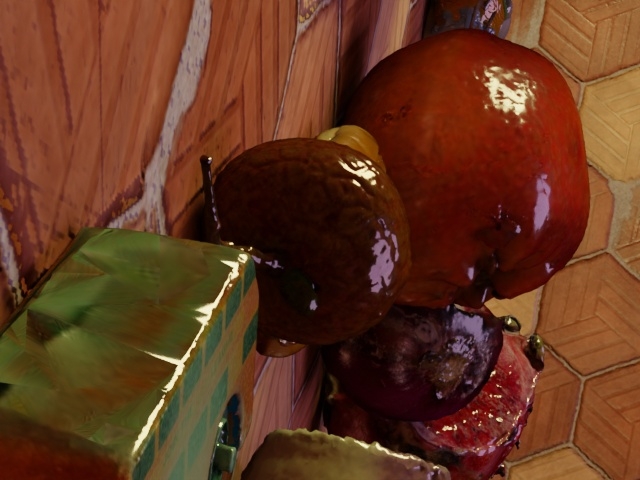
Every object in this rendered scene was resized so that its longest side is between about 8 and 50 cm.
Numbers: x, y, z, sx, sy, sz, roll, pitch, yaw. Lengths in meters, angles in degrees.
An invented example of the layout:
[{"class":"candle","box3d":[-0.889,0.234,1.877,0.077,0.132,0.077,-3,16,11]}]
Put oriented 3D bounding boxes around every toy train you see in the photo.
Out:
[{"class":"toy train","box3d":[-0.070,0.069,0.454,0.188,0.072,0.099,-65,165,-63]}]

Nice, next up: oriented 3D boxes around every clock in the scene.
[{"class":"clock","box3d":[0.188,-0.286,1.747,0.231,0.103,0.144,90,12,-65]}]

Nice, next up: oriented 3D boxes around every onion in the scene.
[{"class":"onion","box3d":[0.063,0.088,1.285,0.135,0.173,0.198,-64,-152,1]}]

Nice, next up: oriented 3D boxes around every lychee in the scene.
[{"class":"lychee","box3d":[-0.016,-0.001,0.685,0.140,0.101,0.114,-29,100,-41]}]

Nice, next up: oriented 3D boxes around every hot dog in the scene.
[{"class":"hot dog","box3d":[0.000,0.000,0.922,0.235,0.062,0.092,-67,170,-54]}]

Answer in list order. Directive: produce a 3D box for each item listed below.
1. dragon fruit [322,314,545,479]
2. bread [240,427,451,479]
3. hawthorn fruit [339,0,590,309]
[{"class":"dragon fruit","box3d":[0.115,0.145,1.409,0.282,0.211,0.147,-37,159,-33]},{"class":"bread","box3d":[-0.020,0.295,0.864,0.187,0.155,0.338,112,-7,-66]},{"class":"hawthorn fruit","box3d":[0.113,-0.082,1.137,0.211,0.211,0.299,86,10,-64]}]
